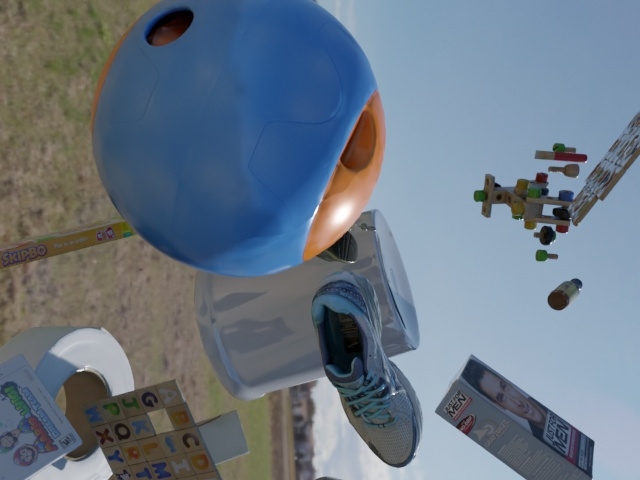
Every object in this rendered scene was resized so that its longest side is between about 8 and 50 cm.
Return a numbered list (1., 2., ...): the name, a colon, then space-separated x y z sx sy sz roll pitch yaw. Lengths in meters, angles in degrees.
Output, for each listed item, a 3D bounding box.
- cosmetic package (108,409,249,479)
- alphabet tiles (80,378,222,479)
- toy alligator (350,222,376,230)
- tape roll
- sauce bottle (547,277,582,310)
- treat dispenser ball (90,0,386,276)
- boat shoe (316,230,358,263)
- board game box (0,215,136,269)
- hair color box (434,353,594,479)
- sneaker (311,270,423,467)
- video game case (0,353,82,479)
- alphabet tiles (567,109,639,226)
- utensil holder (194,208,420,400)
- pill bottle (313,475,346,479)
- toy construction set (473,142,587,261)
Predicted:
1. cosmetic package: -0.349 0.513 1.680 0.160 0.309 0.113 -35 -109 57
2. alphabet tiles: -0.260 0.347 1.112 0.237 0.198 0.009 67 24 -8
3. toy alligator: 0.020 -0.045 1.197 0.056 0.189 0.051 10 -83 56
4. tape roll: -0.430 0.282 1.152 0.286 0.100 0.286 -1 90 -69
5. sauce bottle: 0.479 0.101 1.358 0.128 0.042 0.042 -19 110 -55
6. treat dispenser ball: -0.079 -0.108 0.698 0.288 0.288 0.288 177 -90 -88
7. boat shoe: -0.001 0.002 1.096 0.153 0.048 0.056 17 71 -44
8. board game box: -0.422 0.001 1.154 0.124 0.259 0.039 -167 -114 -67
9. hair color box: 0.486 0.463 1.738 0.114 0.374 0.185 -60 167 22
10. sneaker: 0.050 0.187 0.946 0.283 0.110 0.122 67 19 -2
11. video game case: -0.421 0.247 0.924 0.157 0.143 0.019 49 -37 13
12. alphabet tiles: 0.517 -0.155 1.191 0.285 0.011 0.342 -57 170 17
13. utensil holder: -0.018 0.133 1.470 0.327 0.385 0.328 -17 90 -77
14. pill bottle: 0.066 0.556 1.406 0.245 0.130 0.131 -19 -108 59
15. toy construction set: 0.568 -0.138 1.943 0.309 0.237 0.257 100 -7 -45
